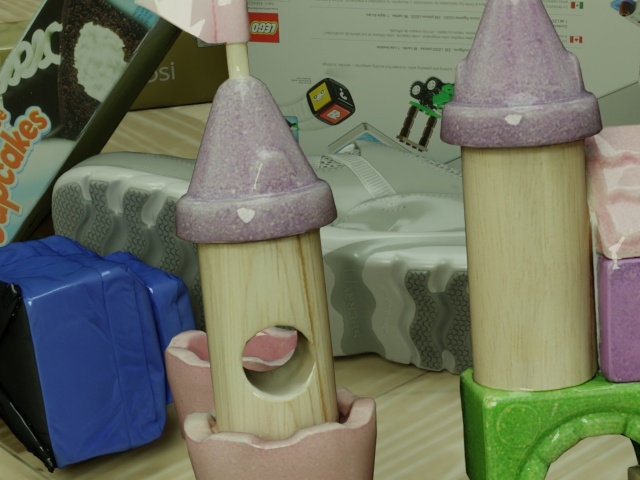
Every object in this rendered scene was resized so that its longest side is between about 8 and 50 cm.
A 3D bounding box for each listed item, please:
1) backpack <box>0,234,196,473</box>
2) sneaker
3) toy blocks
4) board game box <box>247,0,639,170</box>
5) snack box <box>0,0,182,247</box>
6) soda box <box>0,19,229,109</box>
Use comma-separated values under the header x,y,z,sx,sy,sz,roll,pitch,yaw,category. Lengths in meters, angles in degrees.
x,y,z,sx,sy,sz,roll,pitch,yaw,category
-0.121,0.049,0.857,0.101,0.098,0.120,-11,14,-30,backpack
0.000,0.000,0.930,0.281,0.105,0.115,11,38,2,sneaker
0.092,0.041,0.586,0.288,0.260,0.309,-4,10,-5,toy blocks
0.109,-0.068,0.966,0.305,0.193,0.053,4,26,11,board game box
-0.116,-0.116,0.978,0.060,0.322,0.187,36,28,-4,snack box
-0.158,-0.128,1.273,0.181,0.058,0.061,-6,26,-10,soda box
